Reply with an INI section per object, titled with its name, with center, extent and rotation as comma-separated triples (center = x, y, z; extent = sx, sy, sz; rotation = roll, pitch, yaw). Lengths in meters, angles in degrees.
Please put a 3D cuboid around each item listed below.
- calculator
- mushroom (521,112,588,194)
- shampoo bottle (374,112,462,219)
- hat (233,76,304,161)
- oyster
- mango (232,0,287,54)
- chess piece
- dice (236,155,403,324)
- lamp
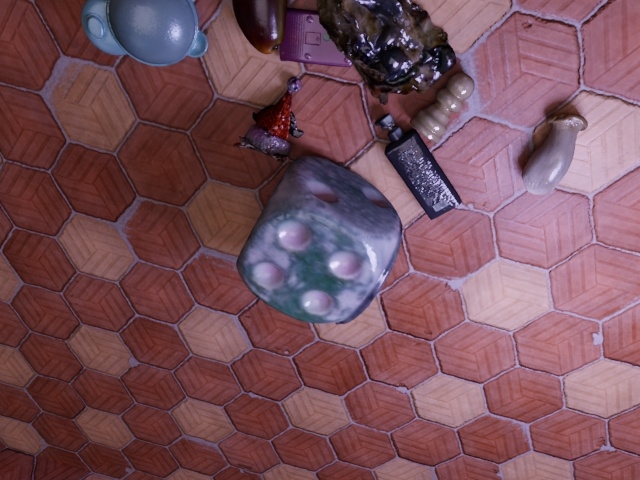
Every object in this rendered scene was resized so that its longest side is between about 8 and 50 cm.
[calculator]
center = -0.006, -0.496, 1.141
extent = 0.191, 0.034, 0.126
rotation = 8, 119, 5
[mushroom]
center = 0.579, -0.214, 1.162
extent = 0.097, 0.088, 0.212
rotation = 30, 120, 31
[shampoo bottle]
center = 0.253, -0.202, 1.236
extent = 0.098, 0.071, 0.309
rotation = -30, 110, 25
[hat]
center = -0.119, -0.326, 1.232
extent = 0.140, 0.129, 0.227
rotation = 28, 104, 13
[oyster]
center = 0.148, -0.484, 1.074
extent = 0.221, 0.096, 0.361
rotation = -37, 115, 17
[mango]
center = -0.141, -0.574, 1.076
extent = 0.133, 0.111, 0.267
rotation = 17, 116, 32
[chess piece]
center = 0.306, -0.334, 1.149
extent = 0.094, 0.094, 0.170
rotation = 33, 112, -9
[dice]
center = 0.000, 0.000, 1.250
extent = 0.348, 0.330, 0.328
rotation = 31, 121, -6
[lamp]
center = -0.430, -0.533, 1.131
extent = 0.284, 0.147, 0.209
rotation = 2, 122, 10
